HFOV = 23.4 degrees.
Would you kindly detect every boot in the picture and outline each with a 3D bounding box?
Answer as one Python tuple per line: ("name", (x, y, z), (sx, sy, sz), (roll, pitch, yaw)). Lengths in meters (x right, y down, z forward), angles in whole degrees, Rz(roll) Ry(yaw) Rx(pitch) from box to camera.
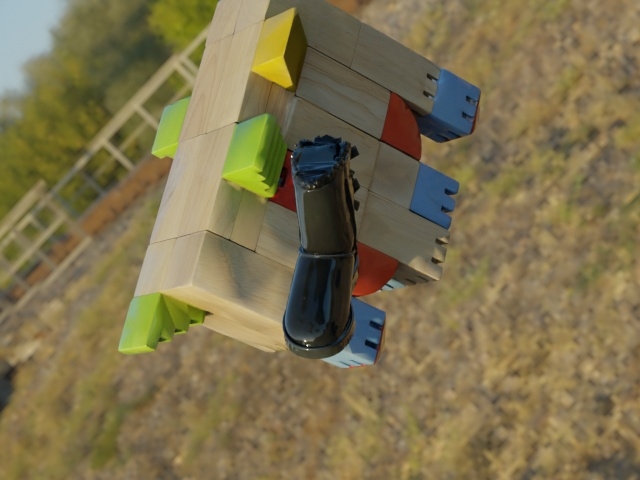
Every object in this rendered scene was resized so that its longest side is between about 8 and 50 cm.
("boot", (0.000, 0.000, 0.943), (0.121, 0.045, 0.099), (-73, -18, -55))

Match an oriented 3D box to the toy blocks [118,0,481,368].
("toy blocks", (0.004, -0.042, 1.364), (0.190, 0.261, 0.381), (-13, 57, 54))
